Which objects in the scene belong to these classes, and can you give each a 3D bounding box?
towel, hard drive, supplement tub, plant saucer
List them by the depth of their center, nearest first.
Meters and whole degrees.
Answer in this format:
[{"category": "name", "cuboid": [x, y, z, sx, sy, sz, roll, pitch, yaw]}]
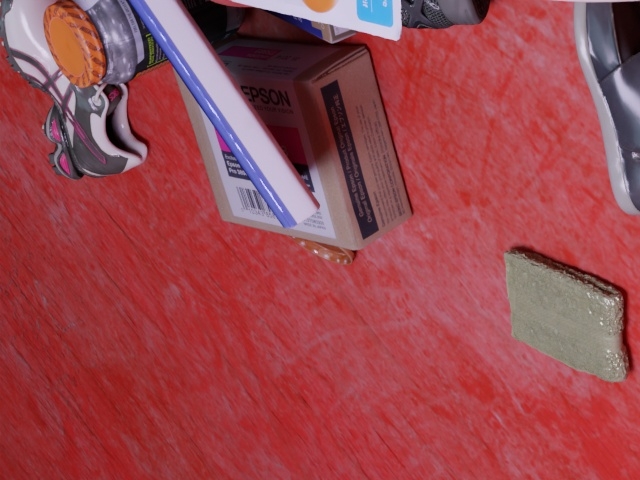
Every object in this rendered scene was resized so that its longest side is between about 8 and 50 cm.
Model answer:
[{"category": "hard drive", "cuboid": [-0.115, -0.164, 1.848, 0.318, 0.040, 0.210, 56, 179, -12]}, {"category": "towel", "cuboid": [0.235, 0.070, 1.878, 0.148, 0.027, 0.110, 24, 133, 43]}, {"category": "supplement tub", "cuboid": [-0.183, -0.235, 2.025, 0.117, 0.190, 0.117, 39, 144, 37]}, {"category": "plant saucer", "cuboid": [0.000, 0.000, 2.114, 0.083, 0.013, 0.083, 27, 165, 8]}]

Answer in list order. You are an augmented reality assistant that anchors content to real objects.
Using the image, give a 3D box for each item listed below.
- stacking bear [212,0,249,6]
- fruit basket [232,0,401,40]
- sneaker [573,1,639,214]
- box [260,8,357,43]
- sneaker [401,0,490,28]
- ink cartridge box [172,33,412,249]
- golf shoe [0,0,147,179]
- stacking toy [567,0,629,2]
[{"category": "stacking bear", "cuboid": [-0.074, -0.346, 1.636, 0.289, 0.175, 0.164, 82, 166, -57]}, {"category": "fruit basket", "cuboid": [-0.067, -0.320, 1.347, 0.353, 0.165, 0.327, 26, 121, 53]}, {"category": "sneaker", "cuboid": [0.288, -0.135, 1.611, 0.118, 0.083, 0.222, -7, 104, 35]}, {"category": "box", "cuboid": [-0.047, -0.285, 1.911, 0.225, 0.036, 0.136, 34, 143, 54]}, {"category": "sneaker", "cuboid": [0.060, -0.289, 1.731, 0.130, 0.087, 0.227, -8, 117, 24]}, {"category": "ink cartridge box", "cuboid": [-0.031, -0.105, 2.032, 0.235, 0.088, 0.193, 12, 127, 49]}, {"category": "golf shoe", "cuboid": [-0.287, -0.201, 2.306, 0.120, 0.105, 0.273, 0, 123, 36]}, {"category": "stacking toy", "cuboid": [0.182, -0.421, 1.236, 0.350, 0.350, 0.480, 24, 135, 42]}]
